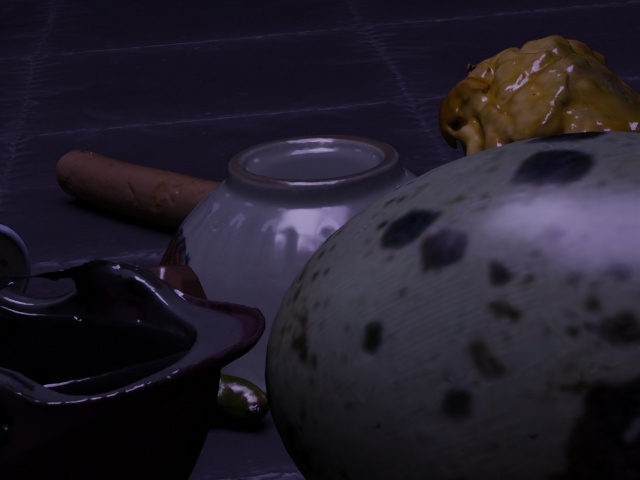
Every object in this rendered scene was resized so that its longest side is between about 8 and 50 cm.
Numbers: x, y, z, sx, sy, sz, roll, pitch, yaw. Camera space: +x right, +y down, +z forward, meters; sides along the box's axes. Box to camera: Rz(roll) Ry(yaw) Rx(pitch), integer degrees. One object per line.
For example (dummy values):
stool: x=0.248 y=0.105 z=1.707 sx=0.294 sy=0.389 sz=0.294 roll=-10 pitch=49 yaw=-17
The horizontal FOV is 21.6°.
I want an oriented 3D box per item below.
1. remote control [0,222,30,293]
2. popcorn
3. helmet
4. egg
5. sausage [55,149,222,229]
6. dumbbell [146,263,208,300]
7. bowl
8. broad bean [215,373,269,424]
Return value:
remote control: x=-0.319 y=0.082 z=1.279 sx=0.244 sy=0.087 sz=0.047 roll=-49 pitch=36 yaw=-16
popcorn: x=0.230 y=-0.080 z=1.580 sx=0.250 sy=0.190 sz=0.250 roll=23 pitch=39 yaw=-20
helmet: x=-0.206 y=0.129 z=1.091 sx=0.338 sy=0.197 sz=0.271 roll=7 pitch=14 yaw=12
egg: x=0.151 y=0.076 z=1.027 sx=0.379 sy=0.288 sz=0.287 roll=2 pitch=20 yaw=27
sausage: x=-0.172 y=-0.048 z=1.790 sx=0.301 sy=0.066 sz=0.065 roll=12 pitch=25 yaw=44
dumbbell: x=-0.202 y=0.075 z=1.343 sx=0.230 sy=0.082 sz=0.092 roll=-10 pitch=56 yaw=20
bowl: x=0.000 y=0.000 z=1.472 sx=0.337 sy=0.158 sz=0.337 roll=-3 pitch=20 yaw=1
broad bean: x=-0.145 y=0.135 z=1.281 sx=0.213 sy=0.048 sz=0.070 roll=-8 pitch=19 yaw=-19
